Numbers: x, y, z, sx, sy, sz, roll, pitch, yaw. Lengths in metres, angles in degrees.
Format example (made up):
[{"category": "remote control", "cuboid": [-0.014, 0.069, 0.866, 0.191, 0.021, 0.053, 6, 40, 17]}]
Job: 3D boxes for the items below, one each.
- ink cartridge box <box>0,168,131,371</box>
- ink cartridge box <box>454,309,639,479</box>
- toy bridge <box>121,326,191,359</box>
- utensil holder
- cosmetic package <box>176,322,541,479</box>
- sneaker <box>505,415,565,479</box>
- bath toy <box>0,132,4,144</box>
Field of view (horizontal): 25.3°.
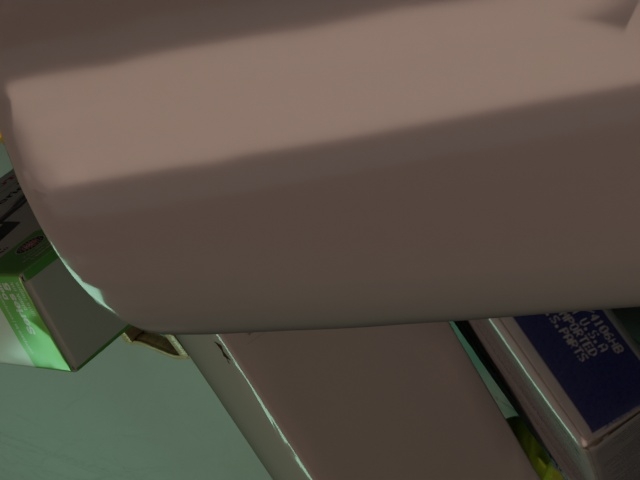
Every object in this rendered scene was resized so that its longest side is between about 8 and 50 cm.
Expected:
[{"category": "ink cartridge box", "cuboid": [-0.274, 0.021, 1.399, 0.273, 0.198, 0.115, 1, 124, 46]}, {"category": "ink cartridge box", "cuboid": [0.120, 0.028, 0.970, 0.324, 0.071, 0.330, 56, -179, 24]}, {"category": "toy bridge", "cuboid": [-0.148, 0.093, 1.488, 0.188, 0.026, 0.063, -13, 116, 51]}, {"category": "utensil holder", "cuboid": [0.084, -0.118, 0.665, 0.385, 0.327, 0.327, -7, 121, 21]}, {"category": "cosmetic package", "cuboid": [-0.010, 0.062, 1.052, 0.365, 0.155, 0.197, 60, 165, -19]}, {"category": "sneaker", "cuboid": [0.225, 0.231, 1.143, 0.126, 0.091, 0.240, 47, -179, -34]}, {"category": "bath toy", "cuboid": [-0.264, -0.235, 1.217, 0.129, 0.151, 0.348, -13, 122, 5]}]
